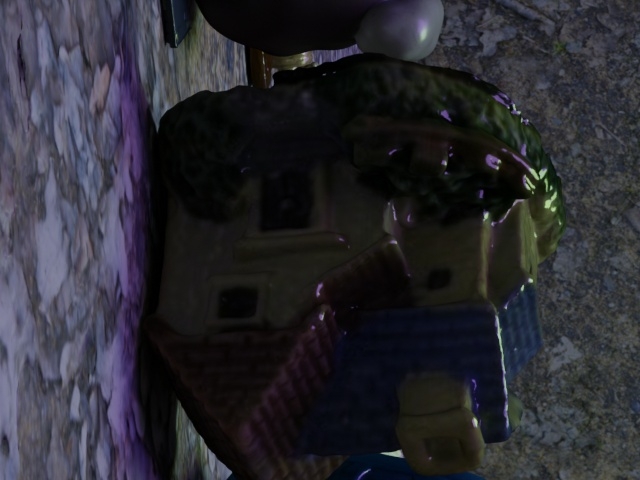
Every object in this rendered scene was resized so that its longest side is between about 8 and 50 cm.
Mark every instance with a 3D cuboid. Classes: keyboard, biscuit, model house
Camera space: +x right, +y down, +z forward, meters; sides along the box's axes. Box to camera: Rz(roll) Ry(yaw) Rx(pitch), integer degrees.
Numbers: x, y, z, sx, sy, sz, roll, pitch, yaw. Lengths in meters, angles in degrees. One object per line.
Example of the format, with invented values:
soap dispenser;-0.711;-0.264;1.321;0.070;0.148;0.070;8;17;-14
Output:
keyboard;-0.122;-0.246;1.595;0.055;0.014;0.176;-76;163;-65
biscuit;-0.064;-0.213;2.080;0.119;0.019;0.130;75;13;-64
model house;0.019;0.044;1.517;0.261;0.321;0.266;69;20;-51

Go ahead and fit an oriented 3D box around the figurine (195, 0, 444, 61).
figurine;-0.021;-0.332;1.680;0.218;0.206;0.365;-120;-157;-72

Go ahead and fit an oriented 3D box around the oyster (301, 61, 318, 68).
oyster;-0.014;-0.165;2.317;0.083;0.080;0.038;50;49;-22

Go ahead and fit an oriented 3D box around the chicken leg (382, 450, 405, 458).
chicken leg;0.017;0.129;2.183;0.201;0.152;0.429;-30;110;-74

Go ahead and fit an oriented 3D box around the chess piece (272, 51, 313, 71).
chess piece;-0.034;-0.198;2.180;0.060;0.060;0.172;-72;158;-72

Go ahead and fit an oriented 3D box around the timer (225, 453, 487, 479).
timer;0.043;0.330;1.629;0.115;0.340;0.309;-15;106;-47
